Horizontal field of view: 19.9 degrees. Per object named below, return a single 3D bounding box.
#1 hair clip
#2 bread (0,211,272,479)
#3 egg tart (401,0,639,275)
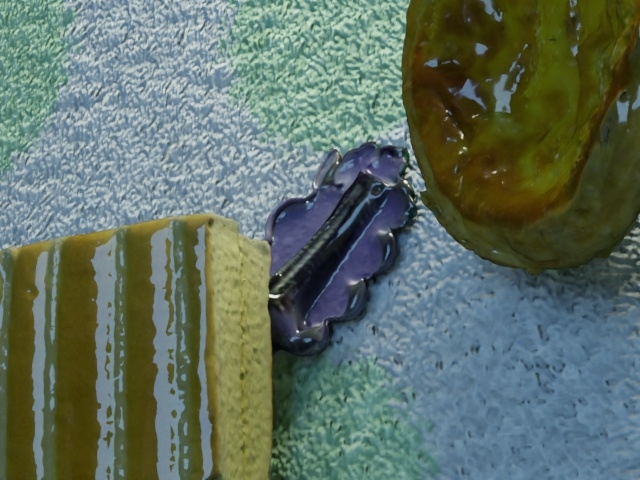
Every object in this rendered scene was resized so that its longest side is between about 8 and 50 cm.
[{"bbox_3d":[0.000,-0.001,1.415,0.124,0.052,0.195,28,77,34],"label":"hair clip"},{"bbox_3d":[-0.156,0.122,1.357,0.239,0.111,0.246,-10,73,27],"label":"bread"},{"bbox_3d":[0.184,-0.135,1.270,0.341,0.129,0.341,-23,63,59],"label":"egg tart"}]
